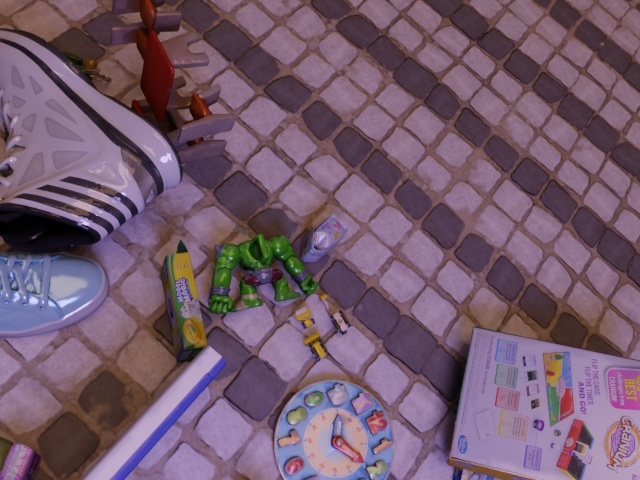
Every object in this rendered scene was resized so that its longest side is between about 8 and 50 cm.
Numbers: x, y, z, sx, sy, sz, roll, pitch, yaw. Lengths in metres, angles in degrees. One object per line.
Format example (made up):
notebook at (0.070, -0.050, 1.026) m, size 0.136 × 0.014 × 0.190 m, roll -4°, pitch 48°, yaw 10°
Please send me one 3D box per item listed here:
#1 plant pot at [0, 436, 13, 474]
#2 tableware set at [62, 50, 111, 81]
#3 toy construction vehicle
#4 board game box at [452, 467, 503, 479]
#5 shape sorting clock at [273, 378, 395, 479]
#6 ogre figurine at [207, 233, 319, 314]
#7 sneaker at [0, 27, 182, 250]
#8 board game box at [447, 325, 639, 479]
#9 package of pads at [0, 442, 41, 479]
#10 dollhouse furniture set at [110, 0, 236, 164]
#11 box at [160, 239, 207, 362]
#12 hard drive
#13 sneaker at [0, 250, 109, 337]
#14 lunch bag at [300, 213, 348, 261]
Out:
plant pot at (-0.477, 0.298, 0.881) m, size 0.079 × 0.083 × 0.083 m, roll 24°, pitch 63°, yaw -21°
tableware set at (-0.432, -0.311, 1.111) m, size 0.104 × 0.154 × 0.024 m, roll 25°, pitch 106°, yaw -5°
toy construction vehicle at (0.002, 0.152, 1.117) m, size 0.086 × 0.035 × 0.098 m, roll -31°, pitch 78°, yaw -15°
board game box at (0.302, 0.412, 1.103) m, size 0.136 × 0.035 × 0.201 m, roll 23°, pitch 64°, yaw -8°
shape sorting clock at (0.025, 0.333, 1.043) m, size 0.206 × 0.040 × 0.206 m, roll 7°, pitch 67°, yaw -15°
ogre figurine at (-0.103, 0.053, 1.087) m, size 0.197 × 0.097 × 0.118 m, roll -11°, pitch 84°, yaw -10°
sneaker at (-0.459, -0.153, 0.967) m, size 0.447 × 0.169 × 0.257 m, roll 33°, pitch 58°, yaw 16°
board game box at (0.393, 0.295, 1.065) m, size 0.317 × 0.064 × 0.242 m, roll 11°, pitch 62°, yaw 15°
package of pads at (-0.417, 0.315, 0.883) m, size 0.032 × 0.083 × 0.050 m, roll 18°, pitch 61°, yaw -5°
dollhouse furniture set at (-0.278, -0.237, 1.053) m, size 0.135 × 0.259 × 0.262 m, roll -22°, pitch 77°, yaw -28°
box at (-0.224, 0.098, 1.022) m, size 0.043 × 0.105 × 0.179 m, roll -6°, pitch 70°, yaw -21°
hard drive at (-0.264, 0.292, 0.871) m, size 0.040 × 0.210 × 0.318 m, roll 42°, pitch 63°, yaw 1°
sneaker at (-0.499, 0.067, 0.920) m, size 0.366 × 0.150 × 0.135 m, roll -4°, pitch 71°, yaw -19°
lunch bag at (0.000, 0.000, 1.153) m, size 0.053 × 0.071 × 0.083 m, roll 44°, pitch 63°, yaw 1°
